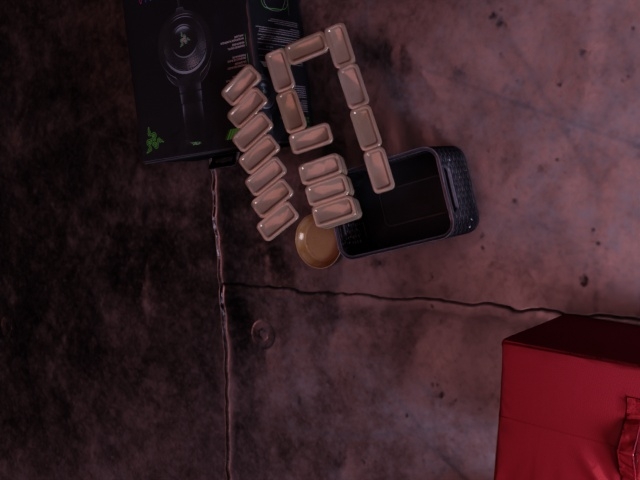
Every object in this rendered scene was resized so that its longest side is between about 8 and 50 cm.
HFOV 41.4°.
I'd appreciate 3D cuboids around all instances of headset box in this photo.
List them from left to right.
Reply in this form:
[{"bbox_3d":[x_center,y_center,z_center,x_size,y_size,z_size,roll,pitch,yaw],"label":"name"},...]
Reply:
[{"bbox_3d":[-0.155,-0.250,1.274,0.246,0.131,0.283,-3,95,34],"label":"headset box"}]

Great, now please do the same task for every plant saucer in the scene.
[{"bbox_3d":[0.000,0.000,1.271,0.083,0.015,0.084,4,98,32],"label":"plant saucer"}]

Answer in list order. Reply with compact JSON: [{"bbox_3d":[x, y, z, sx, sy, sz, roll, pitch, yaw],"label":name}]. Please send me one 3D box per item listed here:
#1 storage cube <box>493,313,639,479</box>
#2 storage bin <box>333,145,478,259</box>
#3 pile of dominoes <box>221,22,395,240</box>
[{"bbox_3d":[0.326,0.198,0.965,0.193,0.215,0.184,8,101,39],"label":"storage cube"},{"bbox_3d":[0.109,-0.051,1.152,0.180,0.084,0.122,-14,88,35],"label":"storage bin"},{"bbox_3d":[-0.018,-0.140,1.141,0.195,0.040,0.251,-18,83,14],"label":"pile of dominoes"}]
